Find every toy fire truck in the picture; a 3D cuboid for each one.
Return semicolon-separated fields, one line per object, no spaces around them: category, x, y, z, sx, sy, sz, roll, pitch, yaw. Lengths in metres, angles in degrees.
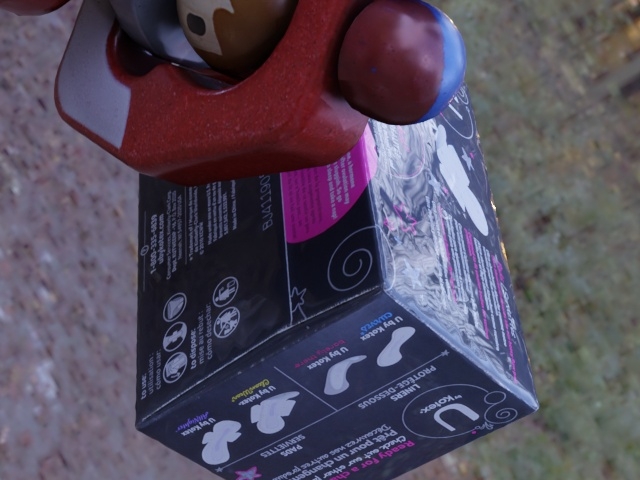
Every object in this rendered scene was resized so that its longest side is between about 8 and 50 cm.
toy fire truck;-0.014;-0.163;0.581;0.169;0.302;0.254;15;12;-43

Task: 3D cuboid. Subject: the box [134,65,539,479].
box;0.000;0.000;0.750;0.142;0.163;0.247;38;32;-38
